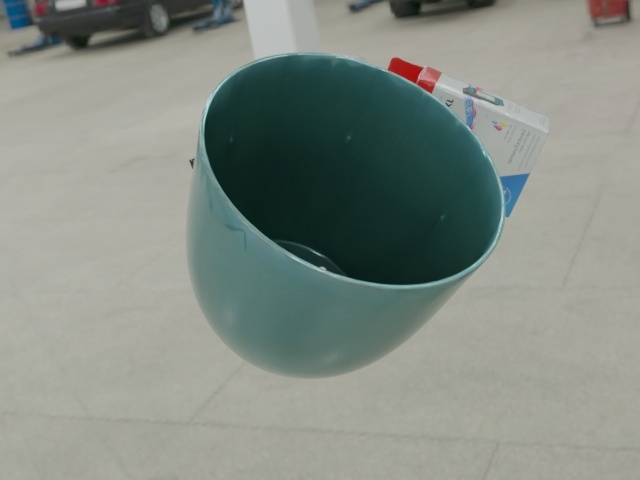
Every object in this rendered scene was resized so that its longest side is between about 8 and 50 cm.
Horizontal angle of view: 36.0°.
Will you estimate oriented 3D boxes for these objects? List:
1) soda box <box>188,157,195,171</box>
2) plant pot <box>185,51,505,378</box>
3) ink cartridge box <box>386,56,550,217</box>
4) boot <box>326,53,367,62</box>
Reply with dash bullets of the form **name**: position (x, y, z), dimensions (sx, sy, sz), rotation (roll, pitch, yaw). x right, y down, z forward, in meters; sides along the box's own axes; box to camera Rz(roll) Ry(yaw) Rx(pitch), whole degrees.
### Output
- **soda box**: position (-0.117, -0.129, 1.542), dimensions (0.169, 0.060, 0.053), rotation (-22, 3, -2)
- **plant pot**: position (0.000, 0.000, 0.976), dimensions (0.293, 0.235, 0.293), rotation (12, 47, -13)
- **ink cartridge box**: position (0.175, -0.142, 1.325), dimensions (0.231, 0.134, 0.078), rotation (23, 26, 4)
- **boot**: position (0.015, -0.095, 1.180), dimensions (0.123, 0.258, 0.095), rotation (-12, 21, -34)
